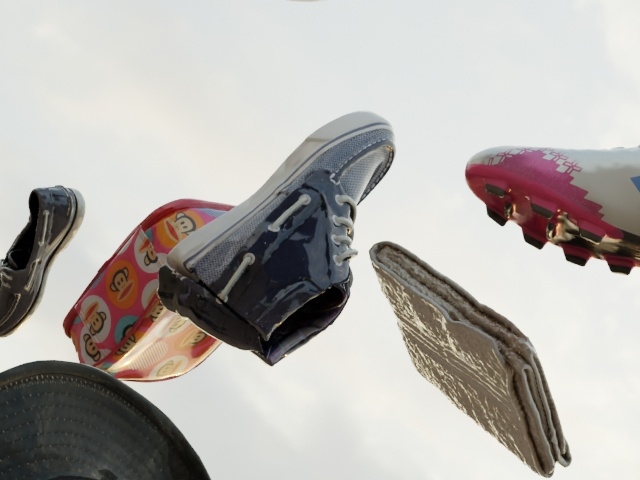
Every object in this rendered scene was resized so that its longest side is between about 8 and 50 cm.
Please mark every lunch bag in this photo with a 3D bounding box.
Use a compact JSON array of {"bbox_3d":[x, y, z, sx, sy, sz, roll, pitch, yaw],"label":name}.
[{"bbox_3d":[-0.181,0.075,1.930,0.293,0.258,0.120,-47,-121,27],"label":"lunch bag"}]

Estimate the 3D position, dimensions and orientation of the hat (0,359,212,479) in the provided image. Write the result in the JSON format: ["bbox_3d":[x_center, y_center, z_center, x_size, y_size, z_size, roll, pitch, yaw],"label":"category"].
[{"bbox_3d":[-0.125,0.238,0.800,0.134,0.331,0.331,3,-50,45],"label":"hat"}]

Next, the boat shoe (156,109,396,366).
[{"bbox_3d":[0.000,0.000,1.511,0.158,0.340,0.127,34,-29,29],"label":"boat shoe"}]

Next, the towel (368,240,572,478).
[{"bbox_3d":[0.154,0.125,1.507,0.282,0.049,0.187,37,-26,53],"label":"towel"}]

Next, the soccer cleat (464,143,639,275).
[{"bbox_3d":[0.300,-0.040,1.278,0.331,0.143,0.116,21,-17,20],"label":"soccer cleat"}]

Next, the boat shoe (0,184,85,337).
[{"bbox_3d":[-0.346,0.022,1.618,0.075,0.065,0.206,46,-69,35],"label":"boat shoe"}]

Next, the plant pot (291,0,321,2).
[{"bbox_3d":[-0.013,-0.338,1.328,0.284,0.284,0.191,30,-37,19],"label":"plant pot"}]
